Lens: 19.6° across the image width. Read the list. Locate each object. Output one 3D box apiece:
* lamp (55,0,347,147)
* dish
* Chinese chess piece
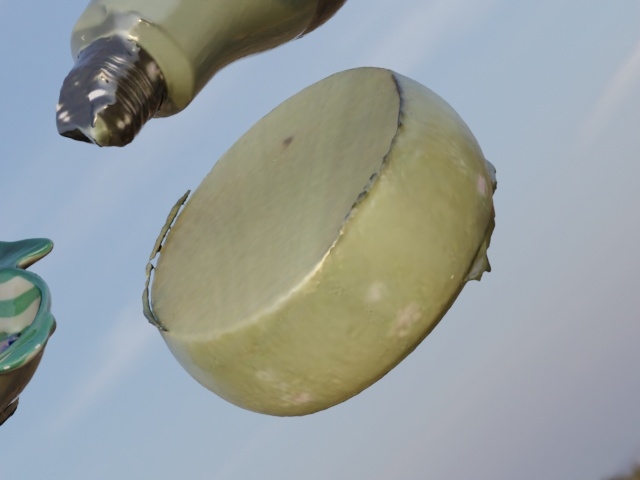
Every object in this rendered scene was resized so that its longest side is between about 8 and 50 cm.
[{"bbox_3d":[-0.093,-0.177,1.235,0.314,0.182,0.182,-47,-10,-27],"label":"lamp"},{"bbox_3d":[-0.275,0.090,1.364,0.224,0.078,0.246,-3,28,27],"label":"dish"},{"bbox_3d":[0.000,0.000,0.932,0.188,0.083,0.188,-35,30,24],"label":"Chinese chess piece"}]
